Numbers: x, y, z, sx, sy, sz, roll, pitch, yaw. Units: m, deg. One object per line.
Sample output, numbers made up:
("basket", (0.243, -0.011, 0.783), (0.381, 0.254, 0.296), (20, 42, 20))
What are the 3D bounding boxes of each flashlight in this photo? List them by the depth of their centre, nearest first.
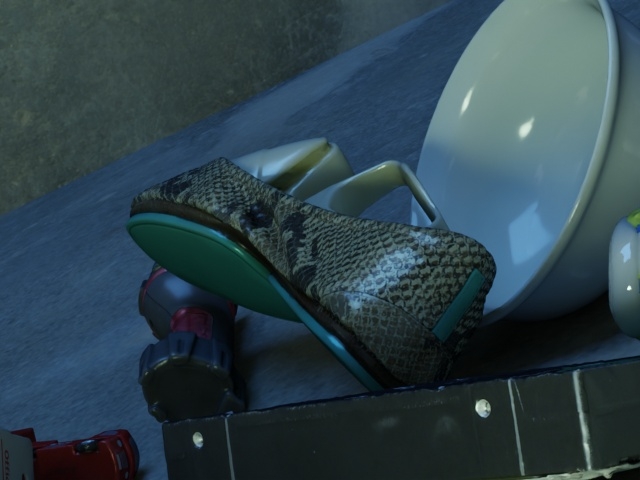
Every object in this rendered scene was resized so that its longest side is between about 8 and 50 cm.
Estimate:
("flashlight", (-0.129, 0.090, 1.652), (0.103, 0.103, 0.304), (-24, 14, 5))

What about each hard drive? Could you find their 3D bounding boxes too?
("hard drive", (0.098, 0.115, 1.078), (0.339, 0.064, 0.237), (-13, -7, 43))

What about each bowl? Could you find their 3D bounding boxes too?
("bowl", (0.200, -0.057, 1.407), (0.298, 0.134, 0.298), (-47, 33, 45))

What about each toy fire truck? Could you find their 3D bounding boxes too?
("toy fire truck", (-0.237, 0.197, 1.556), (0.192, 0.047, 0.135), (-10, 3, 21))

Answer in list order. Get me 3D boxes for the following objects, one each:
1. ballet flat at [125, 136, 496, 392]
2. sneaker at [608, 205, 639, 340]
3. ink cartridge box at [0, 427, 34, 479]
("ballet flat", (0.000, 0.000, 1.485), (0.182, 0.164, 0.483), (-49, 29, -9))
("sneaker", (0.275, 0.018, 1.108), (0.126, 0.091, 0.240), (-4, -1, 32))
("ink cartridge box", (-0.297, 0.199, 1.396), (0.062, 0.104, 0.181), (-9, -17, 16))
